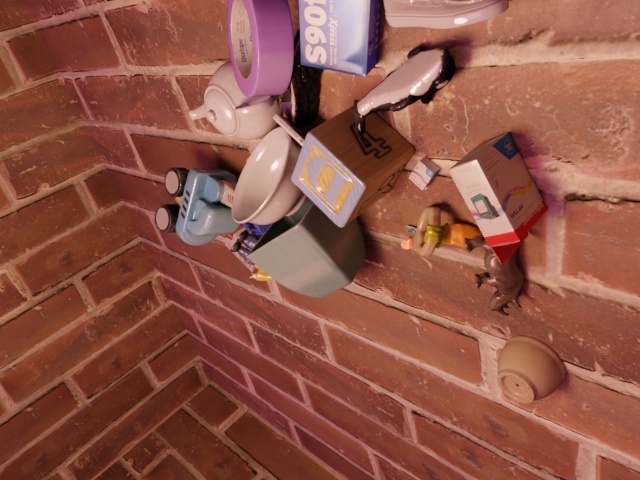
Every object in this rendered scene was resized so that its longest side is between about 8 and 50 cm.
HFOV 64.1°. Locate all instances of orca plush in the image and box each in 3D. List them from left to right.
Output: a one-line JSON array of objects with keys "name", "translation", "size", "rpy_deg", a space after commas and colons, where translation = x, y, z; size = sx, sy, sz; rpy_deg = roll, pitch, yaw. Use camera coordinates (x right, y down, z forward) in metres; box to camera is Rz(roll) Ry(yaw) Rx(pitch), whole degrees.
[{"name": "orca plush", "translation": [0.189, -0.302, 1.094], "size": [0.102, 0.151, 0.287], "rpy_deg": [27, 141, -27]}]

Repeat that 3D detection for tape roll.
[{"name": "tape roll", "translation": [-0.154, -0.497, 1.257], "size": [0.275, 0.090, 0.275], "rpy_deg": [169, 90, -69]}]

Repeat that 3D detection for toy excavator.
[{"name": "toy excavator", "translation": [-0.332, -0.141, 1.779], "size": [0.445, 0.222, 0.433], "rpy_deg": [32, 113, 33]}]

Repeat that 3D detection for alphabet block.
[{"name": "alphabet block", "translation": [0.076, -0.186, 1.261], "size": [0.193, 0.197, 0.192], "rpy_deg": [46, 147, 11]}]

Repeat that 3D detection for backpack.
[{"name": "backpack", "translation": [-0.230, -0.069, 1.858], "size": [0.120, 0.098, 0.101], "rpy_deg": [10, 132, 47]}]

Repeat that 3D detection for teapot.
[{"name": "teapot", "translation": [-0.246, -0.393, 1.484], "size": [0.252, 0.187, 0.256], "rpy_deg": [46, 146, 11]}]

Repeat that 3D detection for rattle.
[{"name": "rattle", "translation": [0.300, -0.011, 1.299], "size": [0.200, 0.142, 0.130], "rpy_deg": [105, 155, -69]}]

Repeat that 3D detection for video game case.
[{"name": "video game case", "translation": [-0.053, -0.283, 1.389], "size": [0.143, 0.157, 0.019], "rpy_deg": [44, 103, 4]}]

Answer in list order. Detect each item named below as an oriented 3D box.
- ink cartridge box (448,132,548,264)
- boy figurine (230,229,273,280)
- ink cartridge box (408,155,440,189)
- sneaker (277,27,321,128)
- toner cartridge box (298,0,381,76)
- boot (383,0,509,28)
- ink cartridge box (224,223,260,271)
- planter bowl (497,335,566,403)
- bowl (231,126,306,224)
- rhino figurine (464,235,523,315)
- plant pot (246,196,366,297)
[{"name": "ink cartridge box", "translation": [0.373, -0.083, 1.037], "size": [0.078, 0.134, 0.231], "rpy_deg": [-17, 107, 56]}, {"name": "boy figurine", "translation": [-0.200, 0.086, 1.923], "size": [0.285, 0.092, 0.177], "rpy_deg": [37, 102, 1]}, {"name": "ink cartridge box", "translation": [0.246, -0.156, 1.229], "size": [0.048, 0.028, 0.083], "rpy_deg": [45, 148, 14]}, {"name": "sneaker", "translation": [-0.072, -0.430, 1.308], "size": [0.124, 0.107, 0.283], "rpy_deg": [44, 148, 24]}, {"name": "toner cartridge box", "translation": [0.040, -0.528, 1.053], "size": [0.165, 0.075, 0.348], "rpy_deg": [16, 136, 18]}, {"name": "boot", "translation": [0.209, -0.459, 0.920], "size": [0.258, 0.095, 0.123], "rpy_deg": [19, 142, 43]}, {"name": "ink cartridge box", "translation": [-0.299, 0.023, 2.057], "size": [0.175, 0.072, 0.127], "rpy_deg": [43, 146, 16]}, {"name": "planter bowl", "translation": [0.514, 0.337, 1.285], "size": [0.162, 0.109, 0.162], "rpy_deg": [32, 142, 30]}, {"name": "bowl", "translation": [-0.122, -0.161, 1.453], "size": [0.134, 0.298, 0.298], "rpy_deg": [25, 160, -29]}, {"name": "rhino figurine", "translation": [0.413, 0.082, 1.188], "size": [0.106, 0.073, 0.243], "rpy_deg": [-14, 115, 18]}, {"name": "plant pot", "translation": [-0.013, 0.023, 1.504], "size": [0.247, 0.248, 0.252], "rpy_deg": [-29, 109, 40]}]
